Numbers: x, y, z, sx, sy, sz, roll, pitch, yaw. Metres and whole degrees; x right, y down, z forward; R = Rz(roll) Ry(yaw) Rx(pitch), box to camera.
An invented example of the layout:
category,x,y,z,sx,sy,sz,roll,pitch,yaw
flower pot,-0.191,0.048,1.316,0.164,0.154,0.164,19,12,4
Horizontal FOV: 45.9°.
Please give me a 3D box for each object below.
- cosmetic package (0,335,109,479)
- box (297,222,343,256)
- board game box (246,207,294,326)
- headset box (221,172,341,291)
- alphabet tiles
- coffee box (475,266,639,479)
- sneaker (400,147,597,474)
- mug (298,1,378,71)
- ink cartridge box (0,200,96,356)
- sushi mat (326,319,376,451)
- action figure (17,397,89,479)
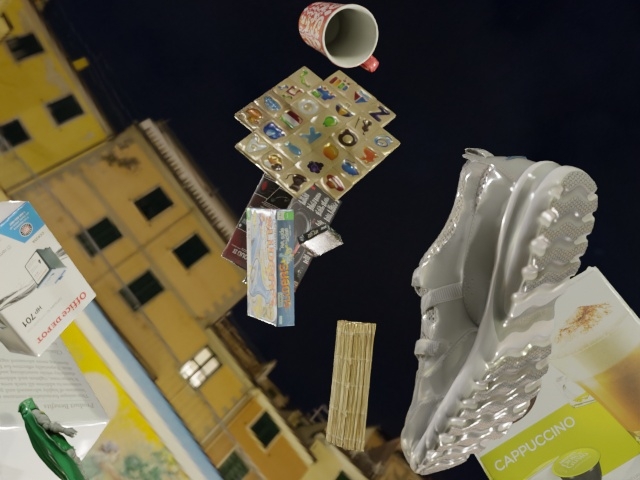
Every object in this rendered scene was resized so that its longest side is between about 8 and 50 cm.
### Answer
category,x,y,z,sx,sy,sz,roll,pitch,yaw
cosmetic package,-0.725,0.348,1.574,0.327,0.329,0.394,-52,-122,14
box,0.000,0.000,1.509,0.067,0.083,0.018,-27,-117,14
board game box,-0.090,0.043,1.351,0.136,0.035,0.201,6,-82,62
headset box,-0.096,-0.018,1.837,0.110,0.218,0.293,26,-92,30
alphabet tiles,-0.003,-0.234,1.605,0.285,0.342,0.011,40,-33,12
coffee box,0.428,0.312,1.313,0.334,0.337,0.338,59,2,30
sneaker,0.124,0.059,0.617,0.115,0.105,0.282,35,-67,44
mug,0.031,-0.392,1.475,0.169,0.113,0.150,47,-22,59
ink cartridge box,-0.446,0.057,1.121,0.082,0.140,0.191,0,-50,37
sushi mat,0.075,0.361,1.900,0.151,0.019,0.317,1,-97,53
action figure,-0.452,0.359,1.306,0.232,0.063,0.137,42,-39,21
